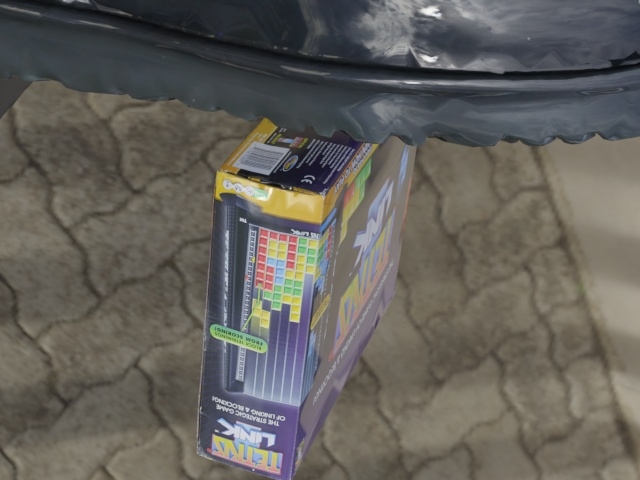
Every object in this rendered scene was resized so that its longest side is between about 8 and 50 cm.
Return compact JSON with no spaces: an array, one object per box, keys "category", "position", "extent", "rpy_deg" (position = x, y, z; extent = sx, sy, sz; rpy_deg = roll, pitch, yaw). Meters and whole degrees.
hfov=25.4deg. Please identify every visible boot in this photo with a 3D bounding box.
[{"category":"boot","position":[-0.008,-0.137,0.342],"extent":[0.094,0.246,0.207],"rpy_deg":[-49,143,-55]}]

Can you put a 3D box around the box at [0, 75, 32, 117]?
[{"category":"box","position":[-0.396,-0.288,1.117],"extent":[0.395,0.293,0.212],"rpy_deg":[40,87,6]}]

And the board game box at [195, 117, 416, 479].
[{"category":"board game box","position":[0.000,0.000,0.634],"extent":[0.170,0.048,0.141],"rpy_deg":[-56,156,-56]}]
